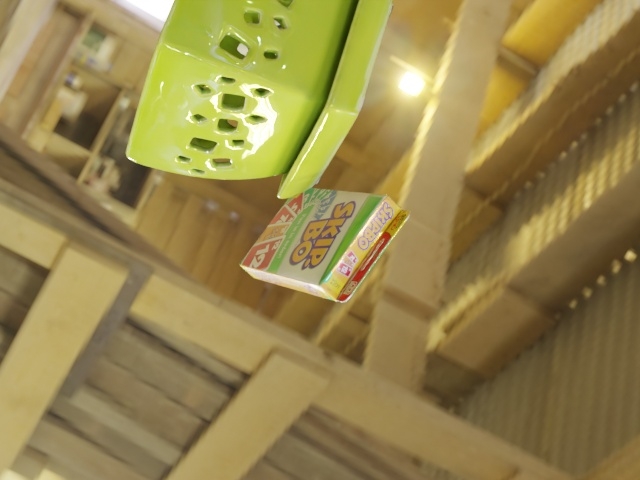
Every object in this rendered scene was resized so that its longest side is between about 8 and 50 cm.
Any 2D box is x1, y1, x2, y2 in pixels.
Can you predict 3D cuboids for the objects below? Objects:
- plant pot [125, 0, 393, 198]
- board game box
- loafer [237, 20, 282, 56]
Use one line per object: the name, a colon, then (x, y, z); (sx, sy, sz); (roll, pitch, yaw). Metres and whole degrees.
plant pot: (-0.058, -0.187, 1.253); (0.228, 0.207, 0.227); (125, -16, -59)
board game box: (0.000, 0.000, 1.366); (0.124, 0.039, 0.259); (-54, -155, -12)
loafer: (-0.138, -0.313, 1.873); (0.268, 0.092, 0.102); (-36, 173, -18)
